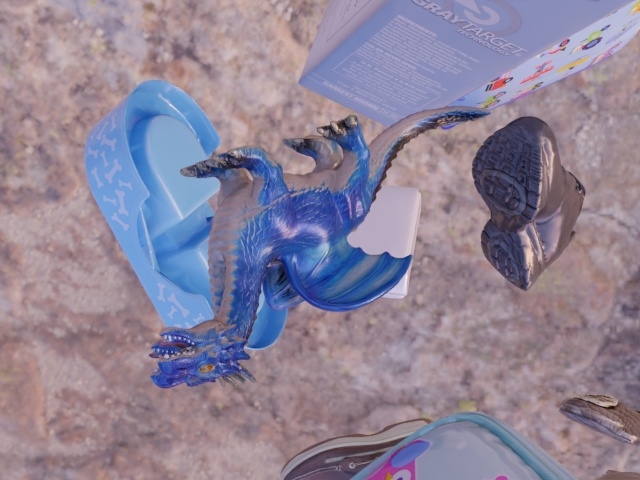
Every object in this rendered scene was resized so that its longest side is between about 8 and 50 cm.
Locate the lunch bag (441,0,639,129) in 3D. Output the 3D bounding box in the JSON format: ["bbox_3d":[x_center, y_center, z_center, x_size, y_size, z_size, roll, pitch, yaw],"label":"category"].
[{"bbox_3d":[0.277,-0.252,1.072,0.293,0.138,0.221,-12,167,-4],"label":"lunch bag"}]

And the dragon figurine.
[{"bbox_3d":[0.000,0.000,0.614,0.085,0.289,0.144,-10,99,55],"label":"dragon figurine"}]

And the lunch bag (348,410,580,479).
[{"bbox_3d":[0.069,0.203,0.360,0.224,0.279,0.108,-38,119,-4],"label":"lunch bag"}]

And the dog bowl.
[{"bbox_3d":[-0.139,-0.016,0.968,0.074,0.166,0.297,-19,105,27],"label":"dog bowl"}]

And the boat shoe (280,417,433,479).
[{"bbox_3d":[0.062,0.348,1.411,0.257,0.095,0.095,-21,132,9],"label":"boat shoe"}]

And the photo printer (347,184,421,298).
[{"bbox_3d":[0.041,-0.011,1.916,0.307,0.256,0.107,6,138,10],"label":"photo printer"}]

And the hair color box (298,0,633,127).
[{"bbox_3d":[0.118,-0.223,0.689,0.113,0.185,0.374,24,166,-15],"label":"hair color box"}]

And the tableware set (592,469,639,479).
[{"bbox_3d":[0.139,0.199,0.604,0.141,0.168,0.020,-14,105,46],"label":"tableware set"}]

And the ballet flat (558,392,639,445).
[{"bbox_3d":[0.364,0.202,1.059,0.249,0.058,0.084,20,-179,-31],"label":"ballet flat"}]

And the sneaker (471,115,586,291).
[{"bbox_3d":[0.266,-0.061,1.160,0.109,0.130,0.286,45,163,30],"label":"sneaker"}]
